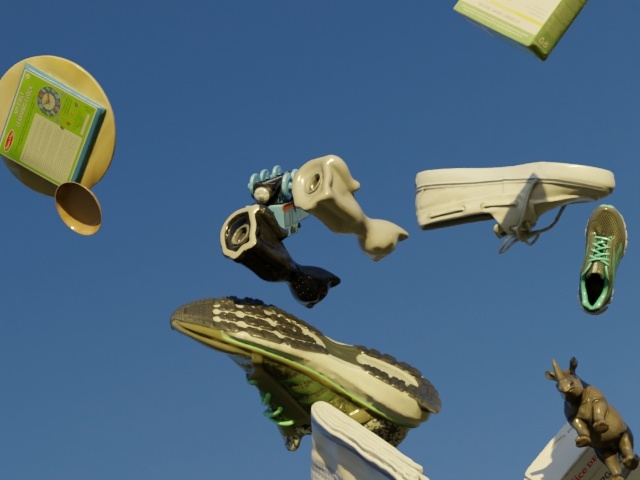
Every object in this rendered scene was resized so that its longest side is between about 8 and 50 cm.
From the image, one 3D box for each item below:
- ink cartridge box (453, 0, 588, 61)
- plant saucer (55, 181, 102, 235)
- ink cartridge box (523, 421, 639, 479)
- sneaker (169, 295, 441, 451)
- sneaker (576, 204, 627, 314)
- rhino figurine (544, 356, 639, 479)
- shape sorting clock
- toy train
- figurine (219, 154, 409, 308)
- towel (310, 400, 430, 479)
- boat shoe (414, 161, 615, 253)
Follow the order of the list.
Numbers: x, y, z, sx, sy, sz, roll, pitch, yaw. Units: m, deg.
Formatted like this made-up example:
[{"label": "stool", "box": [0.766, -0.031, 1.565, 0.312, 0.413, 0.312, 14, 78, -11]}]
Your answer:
[{"label": "ink cartridge box", "box": [0.321, -0.383, 1.697, 0.056, 0.171, 0.235, 32, -85, -43]}, {"label": "plant saucer", "box": [-0.337, -0.047, 1.687, 0.015, 0.083, 0.083, -42, -17, -49]}, {"label": "ink cartridge box", "box": [0.475, 0.418, 2.031, 0.218, 0.092, 0.158, 44, -99, -18]}, {"label": "sneaker", "box": [-0.039, 0.219, 1.726, 0.410, 0.158, 0.182, 24, -78, -5]}, {"label": "sneaker", "box": [0.410, 0.032, 1.746, 0.065, 0.166, 0.076, 6, 7, 16]}, {"label": "rhino figurine", "box": [0.414, 0.268, 1.851, 0.073, 0.106, 0.243, -29, -64, 20]}, {"label": "shape sorting clock", "box": [-0.384, -0.163, 1.721, 0.206, 0.040, 0.206, 6, -70, 16]}, {"label": "toy train", "box": [-0.061, -0.062, 1.910, 0.080, 0.184, 0.105, 1, -79, 18]}, {"label": "figurine", "box": [0.000, 0.000, 1.743, 0.215, 0.092, 0.209, -34, -47, 18]}, {"label": "towel", "box": [0.049, 0.359, 1.488, 0.034, 0.209, 0.285, -17, -58, -35]}, {"label": "boat shoe", "box": [0.341, -0.050, 2.147, 0.367, 0.156, 0.136, -1, -11, 22]}]
